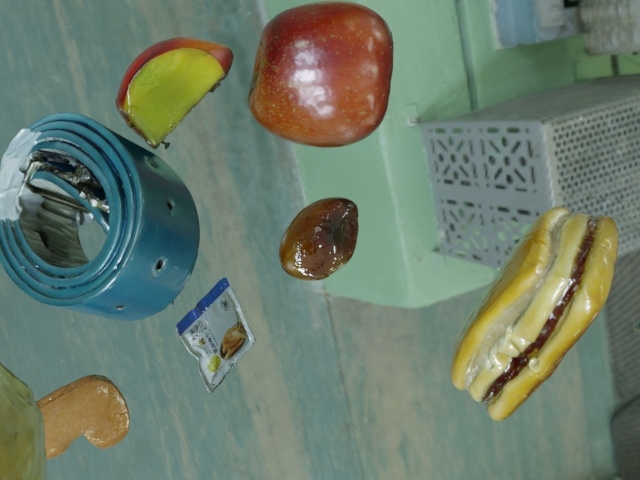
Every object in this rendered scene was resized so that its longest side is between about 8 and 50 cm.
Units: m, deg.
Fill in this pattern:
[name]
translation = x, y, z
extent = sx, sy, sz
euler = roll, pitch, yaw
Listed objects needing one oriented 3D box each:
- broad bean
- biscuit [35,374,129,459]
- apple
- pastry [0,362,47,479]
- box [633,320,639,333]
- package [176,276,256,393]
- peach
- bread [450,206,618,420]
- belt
[broad bean]
translation = 0.000, 0.000, 1.190
extent = 0.084, 0.114, 0.165
euler = 88, 22, -47
[biscuit]
translation = -0.451, 0.344, 1.367
extent = 0.192, 0.036, 0.186
euler = -26, 131, -25
[apple]
translation = 0.003, -0.205, 0.908
extent = 0.169, 0.181, 0.180
euler = 10, 93, -9
[pastry]
translation = -0.400, 0.208, 0.531
extent = 0.313, 0.388, 0.388
euler = 22, 86, 10
[box]
translation = 0.487, 0.139, 0.973
extent = 0.126, 0.091, 0.031
euler = 31, 89, -2
[package]
translation = -0.206, 0.189, 1.476
extent = 0.171, 0.027, 0.173
euler = -48, 127, -43
[peach]
translation = -0.313, -0.339, 1.538
extent = 0.267, 0.159, 0.154
euler = -47, 120, -1
[bread]
translation = 0.177, 0.061, 0.629
extent = 0.077, 0.200, 0.116
euler = 31, 46, 10
[belt]
translation = -0.401, -0.041, 1.271
extent = 0.300, 0.437, 0.173
euler = -57, 140, 2
